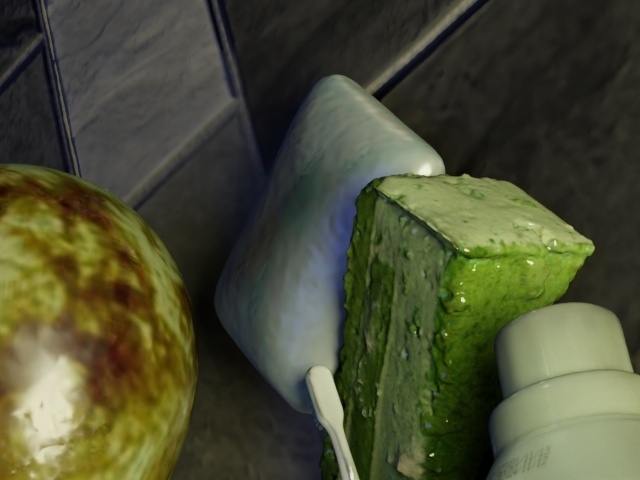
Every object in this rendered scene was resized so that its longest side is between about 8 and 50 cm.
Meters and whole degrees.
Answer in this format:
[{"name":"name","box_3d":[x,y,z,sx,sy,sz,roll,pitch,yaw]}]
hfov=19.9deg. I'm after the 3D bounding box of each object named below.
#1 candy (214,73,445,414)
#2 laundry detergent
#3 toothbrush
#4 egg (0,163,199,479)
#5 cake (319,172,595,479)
[{"name":"candy","box_3d":[0.000,0.000,1.079,0.138,0.071,0.174,47,116,52]},{"name":"laundry detergent","box_3d":[0.132,0.225,0.825,0.264,0.125,0.397,-35,54,40]},{"name":"toothbrush","box_3d":[0.033,0.192,0.987,0.026,0.022,0.263,128,128,-64]},{"name":"egg","box_3d":[-0.196,0.089,1.149,0.238,0.238,0.289,-37,41,38]},{"name":"cake","box_3d":[0.069,0.076,1.011,0.100,0.099,0.235,42,133,46]}]
